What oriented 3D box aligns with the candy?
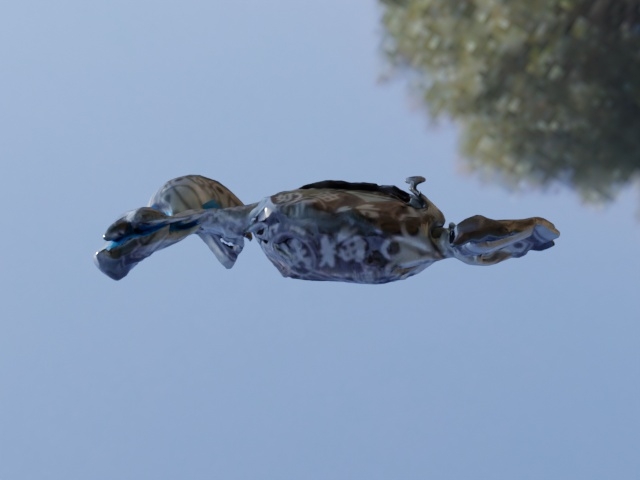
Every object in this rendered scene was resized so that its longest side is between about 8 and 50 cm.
[{"bbox_3d":[0.000,-0.001,0.932,0.226,0.051,0.094,-1,-163,22],"label":"candy"}]
